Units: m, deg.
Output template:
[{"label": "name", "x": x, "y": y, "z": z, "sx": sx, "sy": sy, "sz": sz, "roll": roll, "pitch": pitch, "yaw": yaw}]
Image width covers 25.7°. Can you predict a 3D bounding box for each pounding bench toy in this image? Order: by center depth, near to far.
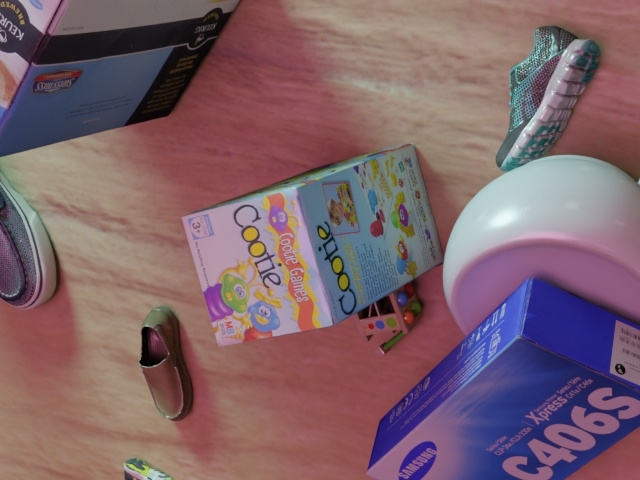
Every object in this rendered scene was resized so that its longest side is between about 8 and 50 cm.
[{"label": "pounding bench toy", "x": 0.082, "y": 0.090, "z": 1.591, "sx": 0.065, "sy": 0.052, "sz": 0.083, "roll": -12, "pitch": 108, "yaw": 29}]

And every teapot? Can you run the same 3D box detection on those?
[{"label": "teapot", "x": 0.252, "y": 0.001, "z": 1.410, "sx": 0.256, "sy": 0.187, "sz": 0.253, "roll": 12, "pitch": 140, "yaw": 8}]

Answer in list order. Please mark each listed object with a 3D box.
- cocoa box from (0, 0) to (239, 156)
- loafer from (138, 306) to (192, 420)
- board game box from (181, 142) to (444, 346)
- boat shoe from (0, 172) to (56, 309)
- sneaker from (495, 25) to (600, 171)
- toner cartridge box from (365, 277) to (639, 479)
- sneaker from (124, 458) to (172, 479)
[{"label": "cocoa box", "x": -0.286, "y": -0.263, "z": 1.533, "sx": 0.231, "sy": 0.347, "sz": 0.228, "roll": 42, "pitch": 118, "yaw": 14}, {"label": "loafer", "x": -0.201, "y": 0.159, "z": 1.763, "sx": 0.056, "sy": 0.050, "sz": 0.148, "roll": -7, "pitch": 99, "yaw": 29}, {"label": "board game box", "x": 0.000, "y": 0.000, "z": 1.485, "sx": 0.142, "sy": 0.275, "sz": 0.144, "roll": -13, "pitch": 96, "yaw": 30}, {"label": "boat shoe", "x": -0.480, "y": -0.049, "z": 1.799, "sx": 0.127, "sy": 0.158, "sz": 0.341, "roll": -34, "pitch": 85, "yaw": 30}, {"label": "sneaker", "x": 0.223, "y": -0.150, "z": 1.463, "sx": 0.076, "sy": 0.065, "sz": 0.166, "roll": 44, "pitch": 116, "yaw": 31}, {"label": "toner cartridge box", "x": 0.193, "y": 0.177, "z": 1.429, "sx": 0.165, "sy": 0.075, "sz": 0.348, "roll": 25, "pitch": 143, "yaw": -9}, {"label": "sneaker", "x": -0.222, "y": 0.316, "z": 1.828, "sx": 0.083, "sy": 0.031, "sz": 0.035, "roll": 32, "pitch": 129, "yaw": 23}]
